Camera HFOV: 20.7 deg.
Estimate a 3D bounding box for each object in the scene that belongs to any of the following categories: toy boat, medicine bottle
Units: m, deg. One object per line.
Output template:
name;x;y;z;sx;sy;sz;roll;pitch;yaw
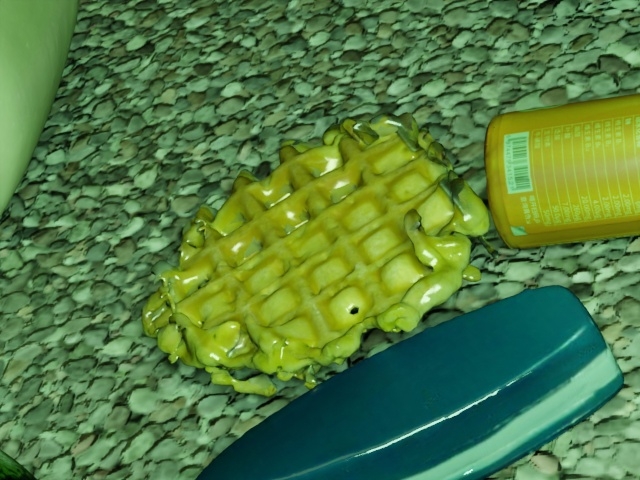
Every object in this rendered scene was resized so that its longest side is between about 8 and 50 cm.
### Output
toy boat;0.042;0.119;1.091;0.299;0.062;0.096;-26;39;-3
medicine bottle;0.212;-0.051;1.172;0.191;0.096;0.096;-8;41;20

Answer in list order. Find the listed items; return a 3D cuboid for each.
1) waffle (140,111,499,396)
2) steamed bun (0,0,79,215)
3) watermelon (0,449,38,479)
waffle;-0.002;-0.002;1.229;0.280;0.060;0.262;-6;41;38
steamed bun;-0.440;-0.207;1.451;0.455;0.290;0.371;9;42;-1
watermelon;-0.263;0.222;0.988;0.269;0.269;0.269;-14;40;12
